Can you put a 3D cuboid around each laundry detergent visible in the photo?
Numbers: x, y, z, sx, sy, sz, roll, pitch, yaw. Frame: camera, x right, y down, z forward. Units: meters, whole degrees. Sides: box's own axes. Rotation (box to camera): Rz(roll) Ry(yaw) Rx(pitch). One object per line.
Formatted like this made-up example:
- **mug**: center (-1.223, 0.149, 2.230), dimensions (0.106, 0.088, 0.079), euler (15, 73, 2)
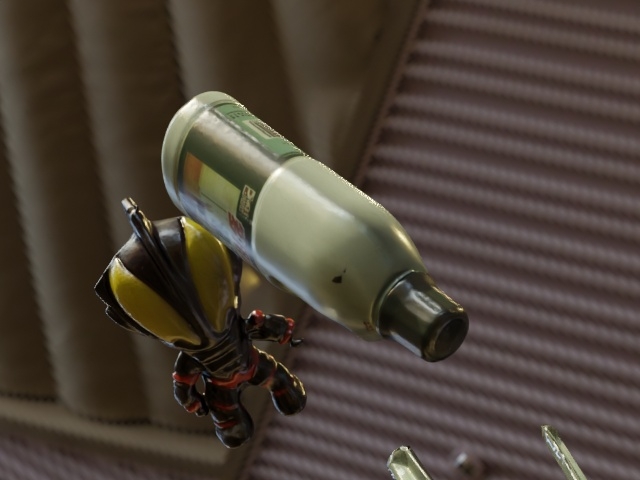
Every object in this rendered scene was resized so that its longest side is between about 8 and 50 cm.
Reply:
- **laundry detergent**: center (0.000, 0.000, 1.156), dimensions (0.226, 0.070, 0.099), euler (36, -34, 35)

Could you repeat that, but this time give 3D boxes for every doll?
- **doll**: center (-0.101, 0.066, 1.710), dimensions (0.088, 0.127, 0.248), euler (8, -48, 51)

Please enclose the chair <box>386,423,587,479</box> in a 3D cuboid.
- **chair**: center (0.159, 0.251, 1.395), dimensions (0.274, 0.203, 0.190), euler (-134, -139, -58)
